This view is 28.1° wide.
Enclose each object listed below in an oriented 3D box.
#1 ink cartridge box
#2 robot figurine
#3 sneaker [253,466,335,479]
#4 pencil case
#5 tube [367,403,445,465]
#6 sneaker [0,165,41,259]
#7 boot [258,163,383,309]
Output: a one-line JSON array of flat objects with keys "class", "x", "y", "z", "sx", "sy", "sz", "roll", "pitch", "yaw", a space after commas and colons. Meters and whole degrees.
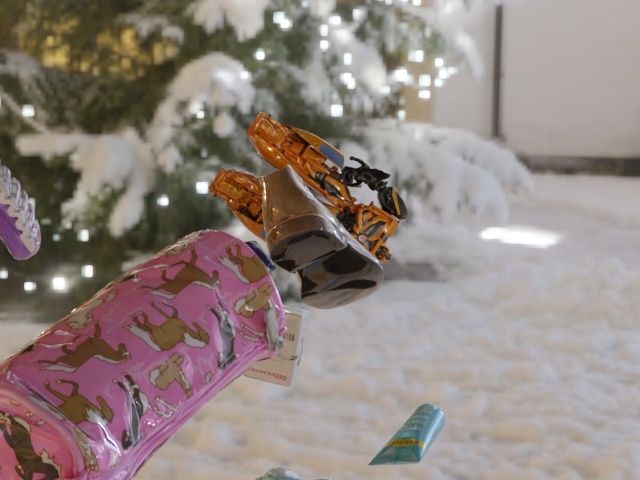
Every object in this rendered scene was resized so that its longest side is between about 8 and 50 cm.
[{"class": "ink cartridge box", "x": -0.082, "y": 0.186, "z": 2.326, "sx": 0.099, "sy": 0.135, "sz": 0.056, "roll": 13, "pitch": 13, "yaw": 12}, {"class": "robot figurine", "x": -0.011, "y": -0.051, "z": 1.914, "sx": 0.291, "sy": 0.211, "sz": 0.085, "roll": 34, "pitch": 0, "yaw": -8}, {"class": "sneaker", "x": -0.064, "y": 0.416, "z": 2.036, "sx": 0.135, "sy": 0.150, "sz": 0.366, "roll": 20, "pitch": -35, "yaw": -24}, {"class": "pencil case", "x": -0.181, "y": 0.126, "z": 1.234, "sx": 0.167, "sy": 0.160, "sz": 0.386, "roll": -18, "pitch": 12, "yaw": 35}, {"class": "tube", "x": 0.142, "y": 0.309, "z": 1.977, "sx": 0.080, "sy": 0.052, "sz": 0.207, "roll": -13, "pitch": 7, "yaw": 22}, {"class": "sneaker", "x": -0.416, "y": -0.067, "z": 1.465, "sx": 0.104, "sy": 0.236, "sz": 0.095, "roll": -36, "pitch": 15, "yaw": -1}, {"class": "boot", "x": 0.000, "y": 0.000, "z": 1.607, "sx": 0.112, "sy": 0.115, "sz": 0.305, "roll": -24, "pitch": -27, "yaw": 6}]
